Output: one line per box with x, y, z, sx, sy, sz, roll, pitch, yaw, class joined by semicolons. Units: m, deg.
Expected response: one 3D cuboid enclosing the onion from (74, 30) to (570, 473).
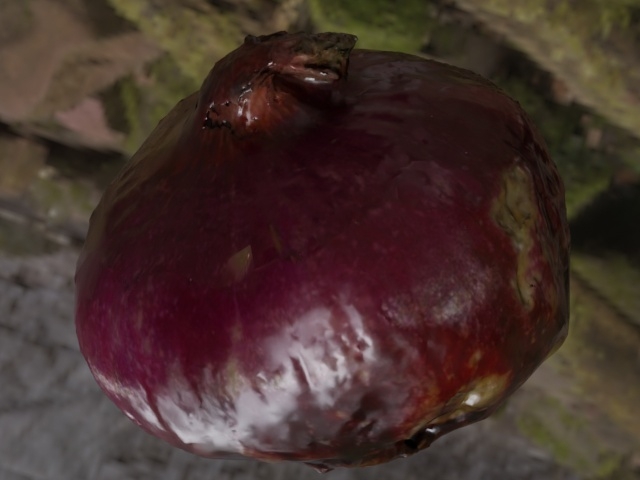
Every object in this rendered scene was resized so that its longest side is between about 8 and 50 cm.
0.000;0.000;0.376;0.107;0.107;0.097;10;126;38;onion
